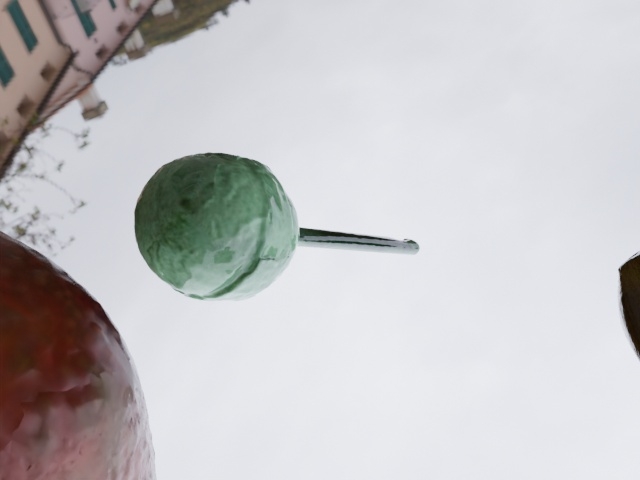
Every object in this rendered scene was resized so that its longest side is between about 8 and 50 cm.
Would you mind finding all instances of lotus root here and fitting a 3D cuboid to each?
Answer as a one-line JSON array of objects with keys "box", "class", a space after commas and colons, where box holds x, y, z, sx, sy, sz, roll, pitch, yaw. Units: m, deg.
[{"box": [0.473, 0.080, 1.075, 0.188, 0.199, 0.180, -37, -108, 13], "class": "lotus root"}]

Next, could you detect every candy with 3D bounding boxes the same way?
[{"box": [0.000, 0.000, 0.758, 0.119, 0.119, 0.440, 3, 178, 30], "class": "candy"}]

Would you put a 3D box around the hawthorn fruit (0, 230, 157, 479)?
[{"box": [-0.234, 0.115, 0.397, 0.275, 0.275, 0.300, 3, -171, 30], "class": "hawthorn fruit"}]
